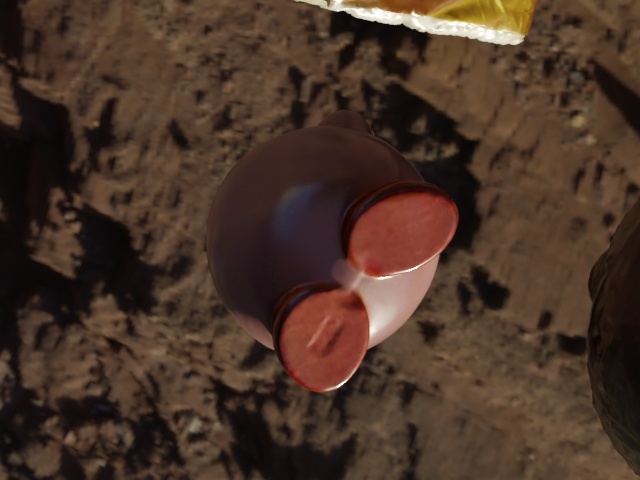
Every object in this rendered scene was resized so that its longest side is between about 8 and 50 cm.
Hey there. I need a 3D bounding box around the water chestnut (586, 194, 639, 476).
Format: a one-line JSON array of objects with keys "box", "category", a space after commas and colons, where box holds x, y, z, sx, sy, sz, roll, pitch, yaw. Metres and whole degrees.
[{"box": [0.237, 0.047, 0.615, 0.223, 0.238, 0.224, -17, 129, -22], "category": "water chestnut"}]

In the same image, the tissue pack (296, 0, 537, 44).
[{"box": [0.053, -0.224, 0.679, 0.183, 0.092, 0.226, 3, 107, -37], "category": "tissue pack"}]

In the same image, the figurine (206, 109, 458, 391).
[{"box": [0.000, 0.000, 0.941, 0.173, 0.173, 0.173, -11, 107, -39], "category": "figurine"}]
